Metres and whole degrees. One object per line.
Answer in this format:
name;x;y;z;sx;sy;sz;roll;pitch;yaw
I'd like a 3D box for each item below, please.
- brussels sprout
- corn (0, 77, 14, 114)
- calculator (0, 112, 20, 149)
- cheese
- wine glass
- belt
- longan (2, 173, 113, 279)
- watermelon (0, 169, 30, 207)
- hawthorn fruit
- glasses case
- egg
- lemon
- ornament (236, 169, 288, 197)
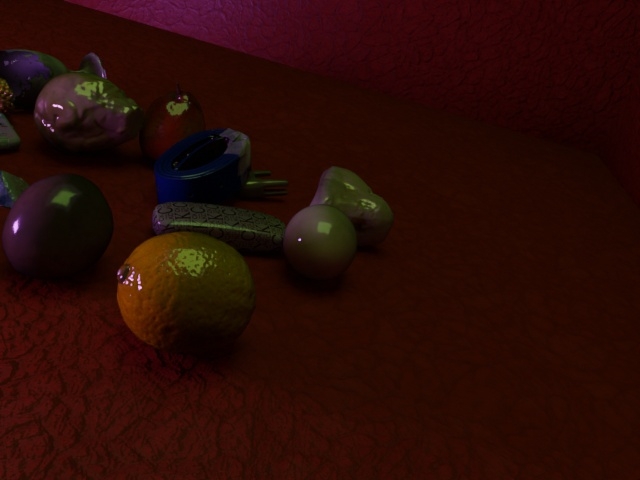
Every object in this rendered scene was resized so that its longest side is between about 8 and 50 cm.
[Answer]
brussels sprout;-0.691;-0.365;1.998;0.317;0.242;0.274;11;1;36
corn;-1.121;-0.460;2.041;0.387;0.144;0.144;7;28;-18
calculator;-0.962;-0.318;1.966;0.141;0.045;0.246;-5;33;-36
cheese;0.078;-0.096;1.981;0.251;0.173;0.248;10;36;-10
wine glass;-0.904;-0.538;2.265;0.190;0.190;0.357;34;29;30
belt;-0.334;-0.209;1.960;0.212;0.117;0.347;14;35;21
longan;-0.563;-0.026;1.459;0.215;0.246;0.246;42;34;16
watermelon;-0.806;-0.137;1.711;0.180;0.081;0.094;21;1;-4
hawthorn fruit;-0.446;-0.360;2.092;0.210;0.262;0.210;18;24;-8
glasses case;-0.259;-0.036;1.776;0.355;0.085;0.137;7;27;-17
egg;0.000;0.000;1.740;0.189;0.188;0.253;14;22;-4
lemon;-0.261;0.103;1.340;0.267;0.267;0.267;13;27;-7
ornament;-0.253;-0.202;2.119;0.245;0.061;0.230;-5;32;-25
